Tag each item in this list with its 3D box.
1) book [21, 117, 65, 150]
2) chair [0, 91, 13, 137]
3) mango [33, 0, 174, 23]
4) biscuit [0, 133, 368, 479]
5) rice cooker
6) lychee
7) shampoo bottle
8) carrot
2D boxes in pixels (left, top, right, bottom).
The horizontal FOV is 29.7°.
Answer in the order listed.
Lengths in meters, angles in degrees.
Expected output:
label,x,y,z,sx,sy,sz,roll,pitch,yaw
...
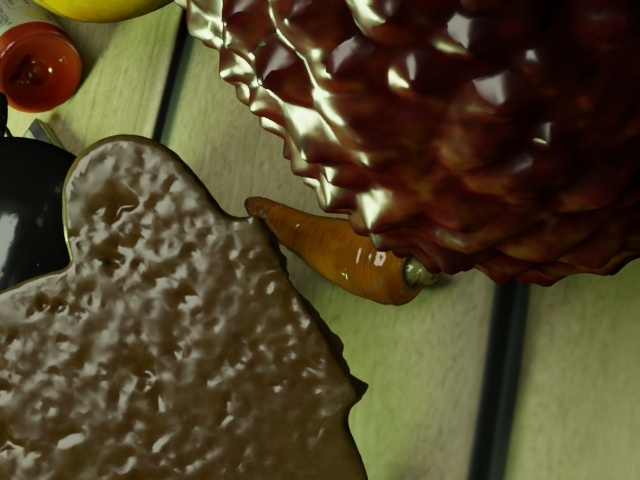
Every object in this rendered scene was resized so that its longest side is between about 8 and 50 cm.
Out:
label,x,y,z,sx,sy,sz,roll,pitch,yaw
book,-0.353,-0.009,1.355,0.231,0.026,0.157,-53,42,10
chair,-0.401,-0.086,1.254,0.221,0.145,0.140,147,140,-72
mango,-0.147,-0.394,1.204,0.446,0.232,0.300,-31,45,17
biscuit,-0.165,0.150,0.915,0.394,0.076,0.368,-35,84,3
rice cooker,-0.253,0.044,1.088,0.267,0.224,0.267,-19,60,37
lychee,0.122,-0.178,0.694,0.500,0.425,0.424,9,76,65
shampoo bottle,-0.375,-0.258,1.434,0.104,0.104,0.278,-52,45,11
carrot,0.000,0.000,0.993,0.257,0.061,0.061,21,85,49
